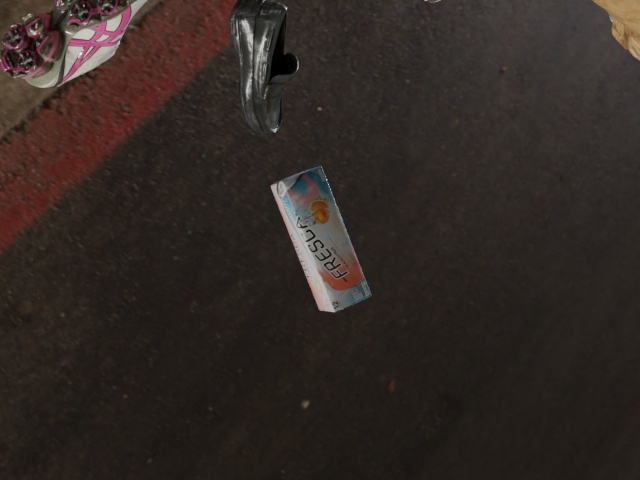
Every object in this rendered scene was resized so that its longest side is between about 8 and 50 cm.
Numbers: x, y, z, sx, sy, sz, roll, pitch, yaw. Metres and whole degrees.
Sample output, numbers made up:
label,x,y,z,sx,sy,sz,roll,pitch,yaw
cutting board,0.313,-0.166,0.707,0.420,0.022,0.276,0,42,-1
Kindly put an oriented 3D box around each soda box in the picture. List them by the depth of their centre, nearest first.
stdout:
label,x,y,z,sx,sy,sz,roll,pitch,yaw
soda box,0.000,0.000,1.146,0.058,0.063,0.183,-24,95,-18

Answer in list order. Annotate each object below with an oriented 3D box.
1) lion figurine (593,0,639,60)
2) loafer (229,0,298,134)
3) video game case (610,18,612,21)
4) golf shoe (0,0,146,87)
label,x,y,z,sx,sy,sz,roll,pitch,yaw
lion figurine,0.243,-0.121,0.352,0.240,0.392,0.142,13,101,-30
loafer,-0.069,-0.226,1.186,0.223,0.078,0.076,85,21,-50
video game case,0.527,-0.382,1.311,0.143,0.157,0.019,-51,121,-30
golf shoe,-0.225,-0.216,0.871,0.186,0.067,0.086,-30,163,20
